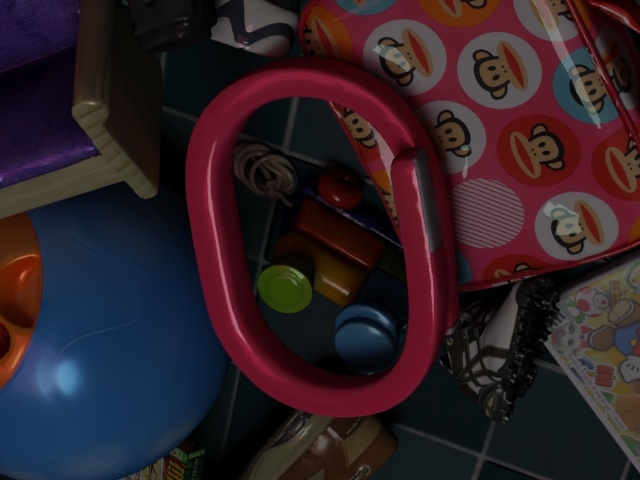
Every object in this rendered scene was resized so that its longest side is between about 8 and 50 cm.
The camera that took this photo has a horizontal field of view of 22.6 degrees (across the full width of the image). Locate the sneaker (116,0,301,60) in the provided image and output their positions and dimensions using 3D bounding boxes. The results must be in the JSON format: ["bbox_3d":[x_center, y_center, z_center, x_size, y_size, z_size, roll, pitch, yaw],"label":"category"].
[{"bbox_3d":[-0.096,-0.247,1.280,0.235,0.094,0.153,26,98,41],"label":"sneaker"}]

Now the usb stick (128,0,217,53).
[{"bbox_3d":[-0.128,-0.284,1.215,0.077,0.045,0.278,-10,86,34],"label":"usb stick"}]

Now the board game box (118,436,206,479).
[{"bbox_3d":[-0.218,0.201,1.559,0.260,0.030,0.136,28,121,34],"label":"board game box"}]

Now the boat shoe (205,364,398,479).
[{"bbox_3d":[-0.044,0.257,1.547,0.120,0.122,0.324,36,127,-7],"label":"boat shoe"}]

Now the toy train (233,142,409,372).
[{"bbox_3d":[-0.019,0.007,1.365,0.248,0.143,0.105,31,126,1],"label":"toy train"}]

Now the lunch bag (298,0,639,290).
[{"bbox_3d":[0.149,-0.116,1.238,0.258,0.120,0.293,-16,112,28],"label":"lunch bag"}]

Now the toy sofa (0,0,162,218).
[{"bbox_3d":[-0.316,-0.090,1.253,0.363,0.150,0.177,-16,138,16],"label":"toy sofa"}]

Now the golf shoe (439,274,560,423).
[{"bbox_3d":[0.144,0.082,1.367,0.094,0.077,0.198,35,148,17],"label":"golf shoe"}]

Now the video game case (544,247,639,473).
[{"bbox_3d":[0.318,0.104,1.366,0.206,0.026,0.227,-28,107,32],"label":"video game case"}]

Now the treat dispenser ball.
[{"bbox_3d":[-0.218,0.070,1.392,0.288,0.288,0.288,10,123,16],"label":"treat dispenser ball"}]

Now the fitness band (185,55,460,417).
[{"bbox_3d":[0.000,0.000,1.251,0.209,0.054,0.290,2,111,26],"label":"fitness band"}]
